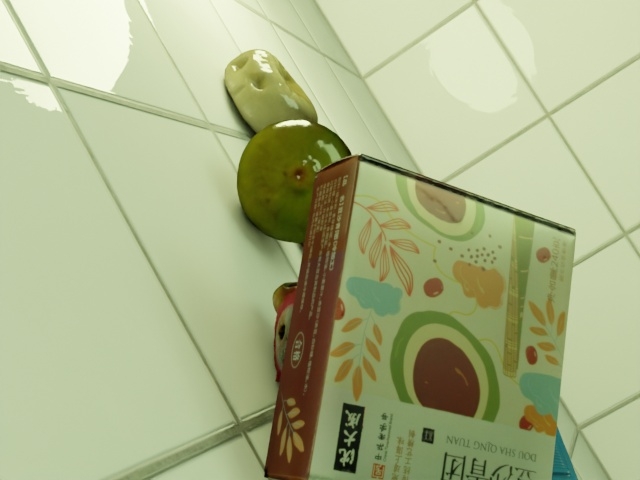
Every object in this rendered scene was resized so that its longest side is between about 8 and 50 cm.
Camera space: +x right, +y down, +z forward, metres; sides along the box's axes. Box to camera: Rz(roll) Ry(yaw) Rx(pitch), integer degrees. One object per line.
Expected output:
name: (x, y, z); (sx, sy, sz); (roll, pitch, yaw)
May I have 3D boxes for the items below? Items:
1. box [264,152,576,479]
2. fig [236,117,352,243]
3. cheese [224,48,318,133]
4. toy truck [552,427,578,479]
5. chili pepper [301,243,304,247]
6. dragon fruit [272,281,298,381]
box: (0.135, 0.129, 1.217); (0.344, 0.122, 0.385); (17, 74, -26)
fig: (-0.031, -0.095, 1.635); (0.207, 0.207, 0.230); (61, 11, 15)
cheese: (-0.101, -0.287, 1.982); (0.218, 0.117, 0.235); (54, 11, -5)
toy truck: (0.386, 0.407, 1.903); (0.385, 0.161, 0.162); (-92, -173, -64)
chili pepper: (0.000, 0.000, 1.803); (0.123, 0.073, 0.070); (61, -27, 5)
dragon fruit: (0.048, 0.138, 1.362); (0.227, 0.224, 0.224); (10, 41, -30)
